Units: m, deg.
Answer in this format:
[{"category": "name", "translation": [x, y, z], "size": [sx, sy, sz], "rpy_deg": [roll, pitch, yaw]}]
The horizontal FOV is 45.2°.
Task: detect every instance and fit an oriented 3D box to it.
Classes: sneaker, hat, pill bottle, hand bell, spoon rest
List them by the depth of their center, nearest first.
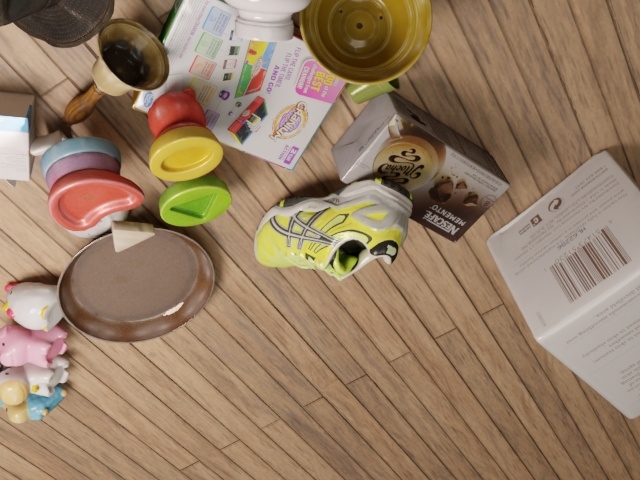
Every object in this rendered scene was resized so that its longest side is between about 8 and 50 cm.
[{"category": "hat", "translation": [-0.449, -0.390, 1.058], "size": [0.331, 0.134, 0.331], "rpy_deg": [17, 139, 15]}, {"category": "pill bottle", "translation": [-0.078, -0.438, 1.150], "size": [0.146, 0.146, 0.264], "rpy_deg": [0, 116, -12]}, {"category": "hand bell", "translation": [-0.368, -0.252, 1.279], "size": [0.126, 0.126, 0.242], "rpy_deg": [32, 142, -30]}, {"category": "spoon rest", "translation": [-0.445, -0.101, 1.414], "size": [0.137, 0.084, 0.276], "rpy_deg": [-16, 142, -2]}, {"category": "sneaker", "translation": [0.000, 0.000, 1.458], "size": [0.145, 0.147, 0.385], "rpy_deg": [31, 146, -33]}]

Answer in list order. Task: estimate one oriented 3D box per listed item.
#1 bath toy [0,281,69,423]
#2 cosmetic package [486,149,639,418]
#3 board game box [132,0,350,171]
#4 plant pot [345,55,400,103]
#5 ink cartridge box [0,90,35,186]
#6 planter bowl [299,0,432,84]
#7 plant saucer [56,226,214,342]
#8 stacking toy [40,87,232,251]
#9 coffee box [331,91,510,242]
[{"category": "bath toy", "translation": [-0.609, 0.224, 1.595], "size": [0.129, 0.151, 0.348], "rpy_deg": [25, 125, 14]}, {"category": "cosmetic package", "translation": [0.627, 0.098, 1.618], "size": [0.329, 0.327, 0.394], "rpy_deg": [-40, 123, 19]}, {"category": "board game box", "translation": [-0.133, -0.281, 1.339], "size": [0.317, 0.064, 0.242], "rpy_deg": [21, 120, -25]}, {"category": "plant pot", "translation": [0.087, -0.286, 1.379], "size": [0.079, 0.083, 0.083], "rpy_deg": [-28, 128, 27]}, {"category": "ink cartridge box", "translation": [-0.541, -0.172, 1.320], "size": [0.090, 0.092, 0.143], "rpy_deg": [4, 125, -15]}, {"category": "planter bowl", "translation": [0.070, -0.364, 1.278], "size": [0.217, 0.090, 0.217], "rpy_deg": [0, 95, -5]}, {"category": "plant saucer", "translation": [-0.371, 0.084, 1.554], "size": [0.311, 0.050, 0.310], "rpy_deg": [-13, 133, -14]}, {"category": "stacking toy", "translation": [-0.309, -0.121, 1.341], "size": [0.309, 0.130, 0.279], "rpy_deg": [-20, 156, 1]}, {"category": "coffee box", "translation": [0.192, -0.140, 1.477], "size": [0.297, 0.119, 0.168], "rpy_deg": [27, 118, -27]}]
